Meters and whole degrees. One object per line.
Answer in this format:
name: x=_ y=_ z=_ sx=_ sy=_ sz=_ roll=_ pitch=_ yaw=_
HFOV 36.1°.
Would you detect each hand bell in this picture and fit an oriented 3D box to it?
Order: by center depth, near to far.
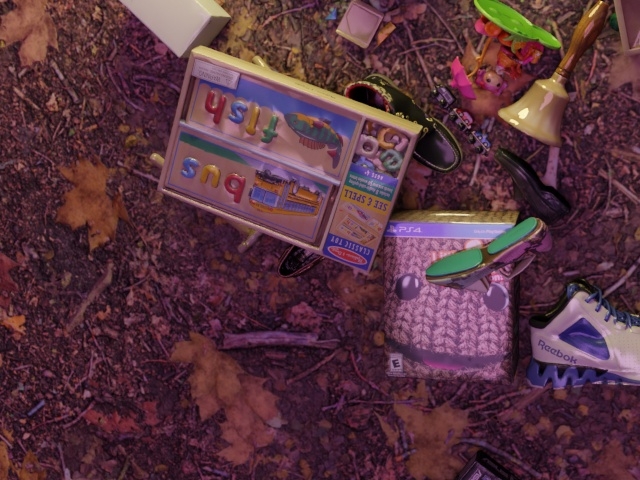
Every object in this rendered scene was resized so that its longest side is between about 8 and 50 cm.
hand bell: x=0.411 y=-0.291 z=1.649 sx=0.126 sy=0.126 sz=0.242 roll=30 pitch=110 yaw=8

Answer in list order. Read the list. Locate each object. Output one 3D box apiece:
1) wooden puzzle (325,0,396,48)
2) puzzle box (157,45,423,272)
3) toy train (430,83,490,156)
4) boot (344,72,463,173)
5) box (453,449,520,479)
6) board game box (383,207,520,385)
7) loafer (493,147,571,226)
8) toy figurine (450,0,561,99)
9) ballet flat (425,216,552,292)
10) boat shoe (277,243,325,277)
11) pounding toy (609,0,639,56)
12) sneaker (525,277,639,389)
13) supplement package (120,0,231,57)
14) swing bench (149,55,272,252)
wooden puzzle: x=0.073 y=-0.395 z=1.787 sx=0.116 sy=0.014 sz=0.078 roll=37 pitch=103 yaw=5
puzzle box: x=-0.061 y=-0.136 z=1.674 sx=0.409 sy=0.052 sz=0.272 roll=20 pitch=115 yaw=7
toy train: x=0.257 y=-0.217 z=1.766 sx=0.036 sy=0.027 sz=0.158 roll=-38 pitch=89 yaw=8
boot: x=0.143 y=-0.198 z=1.718 sx=0.236 sy=0.178 sz=0.085 roll=45 pitch=108 yaw=4
box: x=0.310 y=0.572 z=1.888 sx=0.216 sy=0.060 sz=0.270 roll=36 pitch=108 yaw=5
board game box: x=0.239 y=0.096 z=1.770 sx=0.232 sy=0.141 sz=0.290 roll=1 pitch=101 yaw=15
loafer: x=0.365 y=-0.094 z=1.743 sx=0.170 sy=0.062 sz=0.061 roll=46 pitch=113 yaw=4
toy figurine: x=0.303 y=-0.313 z=1.707 sx=0.173 sy=0.130 sz=0.159 roll=22 pitch=122 yaw=-15
ballet flat: x=0.286 y=0.040 z=1.640 sx=0.222 sy=0.077 sz=0.079 roll=-27 pitch=112 yaw=18
boat shoe: x=0.000 y=0.000 z=1.853 sx=0.073 sy=0.073 sz=0.207 roll=46 pitch=107 yaw=4
pounding toy: x=0.532 y=-0.388 z=1.631 sx=0.141 sy=0.100 sz=0.130 roll=-10 pitch=112 yaw=19
sneaker: x=0.504 y=0.154 z=1.718 sx=0.316 sy=0.127 sz=0.182 roll=-9 pitch=101 yaw=18
supplement package: x=-0.276 y=-0.437 z=1.824 sx=0.179 sy=0.105 sz=0.105 roll=44 pitch=108 yaw=4
swing bench: x=-0.127 y=-0.160 z=1.812 sx=0.255 sy=0.165 sz=0.253 roll=45 pitch=108 yaw=-3
